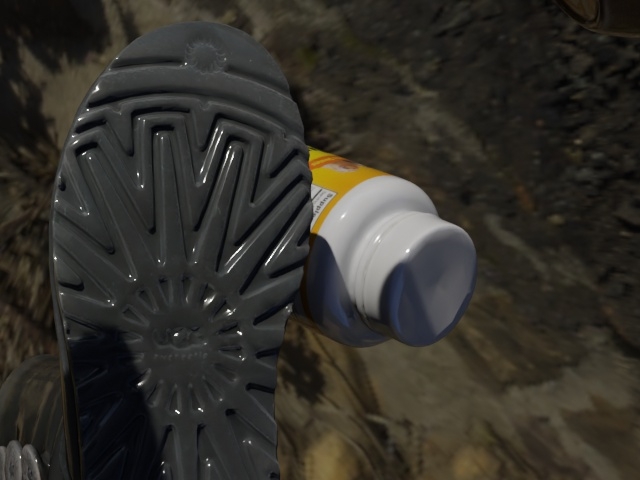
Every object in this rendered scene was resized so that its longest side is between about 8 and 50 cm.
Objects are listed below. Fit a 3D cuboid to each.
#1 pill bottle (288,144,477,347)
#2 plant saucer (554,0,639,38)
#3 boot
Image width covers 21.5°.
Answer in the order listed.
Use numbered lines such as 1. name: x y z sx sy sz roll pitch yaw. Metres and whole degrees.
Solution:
1. pill bottle: 0.000 0.000 1.142 0.117 0.215 0.117 -20 120 -39
2. plant saucer: 0.130 -0.179 0.918 0.029 0.168 0.168 -29 96 -2
3. boot: -0.135 0.087 1.121 0.146 0.445 0.367 6 79 -14
